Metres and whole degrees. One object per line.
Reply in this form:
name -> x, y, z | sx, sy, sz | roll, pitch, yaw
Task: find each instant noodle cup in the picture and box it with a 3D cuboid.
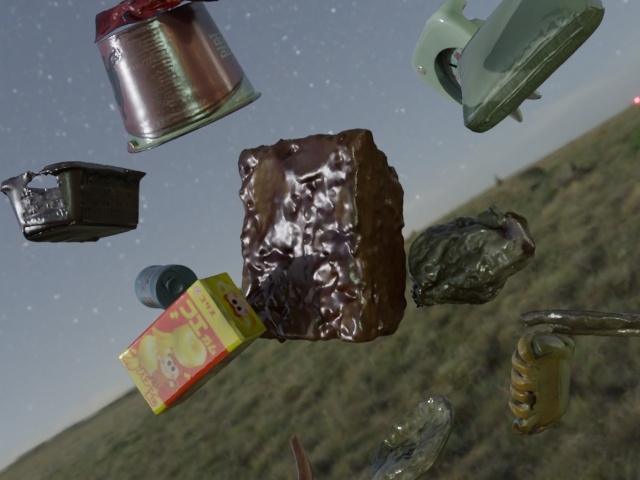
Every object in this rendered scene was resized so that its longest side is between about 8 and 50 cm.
instant noodle cup -> -0.231, -0.262, 1.340 | 0.234, 0.178, 0.235 | -21, 15, 6

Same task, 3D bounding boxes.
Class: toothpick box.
toothpick box -> -0.335, 0.102, 1.845 | 0.101, 0.101, 0.153 | -29, 11, -26

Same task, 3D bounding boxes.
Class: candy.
candy -> -0.245, 0.195, 1.597 | 0.276, 0.146, 0.088 | -44, -14, 28

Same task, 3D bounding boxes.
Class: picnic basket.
picnic basket -> -0.501, -0.073, 1.786 | 0.222, 0.129, 0.297 | -15, -6, 21

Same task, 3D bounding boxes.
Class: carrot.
carrot -> -0.040, 0.484, 1.830 | 0.037, 0.037, 0.190 | -31, 27, 5

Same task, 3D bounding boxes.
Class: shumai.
shumai -> 0.278, 0.009, 1.575 | 0.218, 0.184, 0.185 | -4, -43, -18

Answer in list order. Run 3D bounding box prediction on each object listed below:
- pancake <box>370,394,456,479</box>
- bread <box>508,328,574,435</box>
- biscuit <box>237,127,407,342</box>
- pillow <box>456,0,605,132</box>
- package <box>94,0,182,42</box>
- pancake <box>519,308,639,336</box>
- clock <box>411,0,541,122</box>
pancake -> 0.195, 0.427, 1.746 | 0.242, 0.050, 0.242 | -48, 11, 13
bread -> 0.435, 0.280, 1.695 | 0.134, 0.225, 0.081 | -12, 23, -25
biscuit -> 0.000, 0.000, 1.624 | 0.166, 0.395, 0.342 | 2, -3, -43
pillow -> 0.378, -0.371, 1.581 | 0.322, 0.119, 0.255 | -47, 27, 36
package -> -0.483, -0.619, 2.257 | 0.269, 0.071, 0.194 | -17, 30, 4
pancake -> 0.486, 0.149, 1.497 | 0.286, 0.033, 0.288 | 4, -9, -10
clock -> 0.385, -0.418, 2.048 | 0.109, 0.324, 0.265 | -51, -4, -21
